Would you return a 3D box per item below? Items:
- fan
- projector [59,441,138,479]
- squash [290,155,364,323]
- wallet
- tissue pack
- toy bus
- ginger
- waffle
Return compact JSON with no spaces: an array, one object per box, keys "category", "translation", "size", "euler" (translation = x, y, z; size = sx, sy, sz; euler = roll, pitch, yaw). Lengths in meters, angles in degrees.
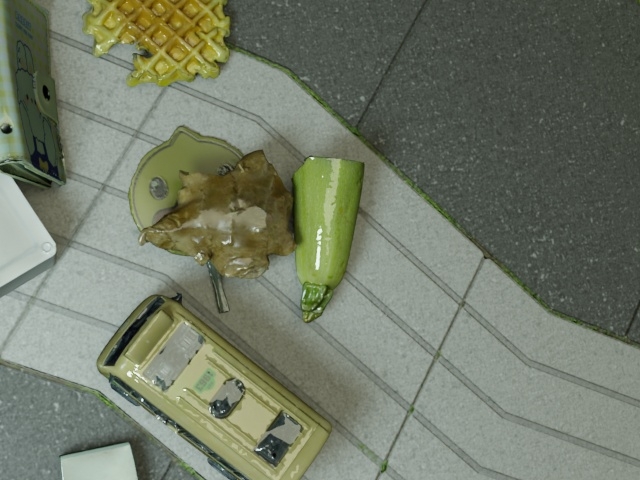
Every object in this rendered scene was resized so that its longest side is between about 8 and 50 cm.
[{"category":"fan","translation":[-0.208,-0.037,1.701],"size":[0.230,0.011,0.335],"euler":[-12,83,-19]},{"category":"projector","translation":[-0.347,0.402,1.559],"size":[0.115,0.061,0.147],"euler":[-9,84,-17]},{"category":"squash","translation":[0.002,-0.002,1.724],"size":[0.137,0.137,0.287],"euler":[4,94,-17]},{"category":"wallet","translation":[-0.472,-0.243,1.543],"size":[0.077,0.223,0.309],"euler":[-11,81,2]},{"category":"tissue pack","translation":[-0.539,-0.036,1.531],"size":[0.159,0.136,0.246],"euler":[-33,91,-20]},{"category":"toy bus","translation":[-0.169,0.245,1.567],"size":[0.365,0.202,0.177],"euler":[39,73,-8]},{"category":"ginger","translation":[-0.171,-0.028,1.643],"size":[0.270,0.123,0.218],"euler":[-24,85,-12]},{"category":"waffle","translation":[-0.283,-0.391,1.712],"size":[0.261,0.056,0.250],"euler":[-4,82,-16]}]
